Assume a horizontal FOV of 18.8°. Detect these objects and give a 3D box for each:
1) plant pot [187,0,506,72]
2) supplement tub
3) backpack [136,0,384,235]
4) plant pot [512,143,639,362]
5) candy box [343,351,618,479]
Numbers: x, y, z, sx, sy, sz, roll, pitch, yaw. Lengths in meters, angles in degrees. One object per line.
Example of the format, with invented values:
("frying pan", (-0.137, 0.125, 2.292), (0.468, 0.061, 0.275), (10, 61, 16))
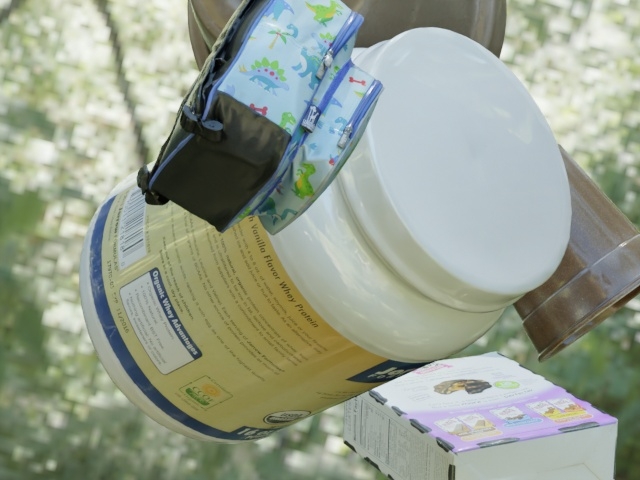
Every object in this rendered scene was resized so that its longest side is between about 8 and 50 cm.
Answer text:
("plant pot", (-0.001, -0.191, 1.500), (0.263, 0.263, 0.229), (17, 2, 14))
("supplement tub", (0.000, 0.000, 1.383), (0.228, 0.228, 0.316), (11, -28, -40))
("backpack", (-0.021, -0.065, 0.935), (0.084, 0.114, 0.105), (30, -31, -8))
("plant pot", (0.232, 0.007, 1.895), (0.165, 0.167, 0.167), (53, 13, 9))
("candy box", (0.135, 0.167, 1.684), (0.164, 0.070, 0.196), (-7, 18, -26))
